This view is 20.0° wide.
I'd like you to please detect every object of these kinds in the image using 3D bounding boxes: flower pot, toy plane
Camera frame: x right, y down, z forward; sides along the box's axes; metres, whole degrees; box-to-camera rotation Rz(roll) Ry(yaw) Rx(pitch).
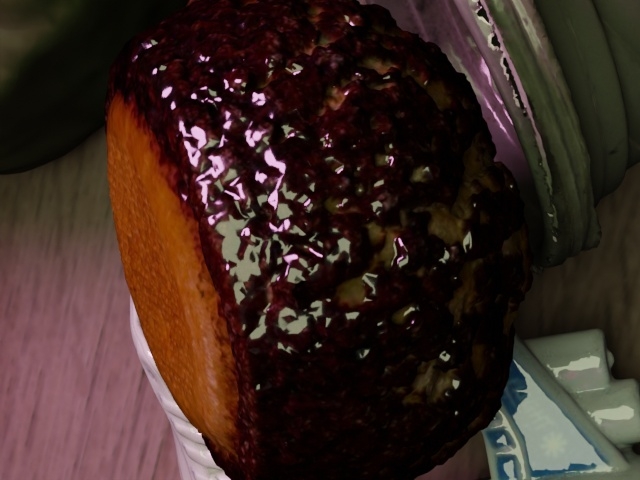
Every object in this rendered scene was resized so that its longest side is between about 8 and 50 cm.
[{"bbox_3d":[0.112,-0.111,0.866,0.140,0.235,0.235,-24,83,-5],"label":"flower pot"},{"bbox_3d":[0.099,0.170,0.904,0.266,0.122,0.267,0,90,8],"label":"toy plane"}]

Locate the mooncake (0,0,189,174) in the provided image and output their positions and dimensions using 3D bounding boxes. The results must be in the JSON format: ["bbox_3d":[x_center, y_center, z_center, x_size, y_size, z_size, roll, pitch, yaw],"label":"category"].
[{"bbox_3d":[-0.238,-0.204,0.976,0.356,0.194,0.356,1,92,18],"label":"mooncake"}]

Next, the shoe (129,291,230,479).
[{"bbox_3d":[-0.053,0.082,0.963,0.095,0.110,0.265,-15,84,17],"label":"shoe"}]

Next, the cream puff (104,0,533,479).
[{"bbox_3d":[0.000,0.000,0.809,0.164,0.239,0.239,-17,85,-14],"label":"cream puff"}]
